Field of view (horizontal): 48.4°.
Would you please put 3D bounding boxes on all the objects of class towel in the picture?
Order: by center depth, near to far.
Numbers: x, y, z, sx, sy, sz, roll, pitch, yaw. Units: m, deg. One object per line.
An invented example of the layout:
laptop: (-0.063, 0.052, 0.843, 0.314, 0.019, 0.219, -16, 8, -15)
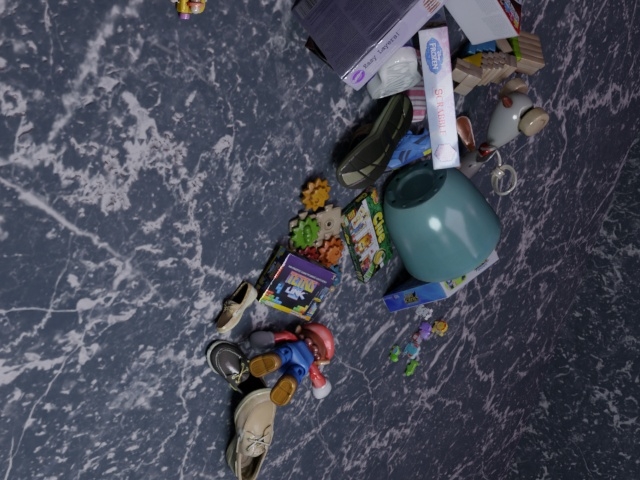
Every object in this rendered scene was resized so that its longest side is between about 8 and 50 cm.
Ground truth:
towel: (0.239, -0.401, 1.850, 0.144, 0.029, 0.197, -14, 120, -43)

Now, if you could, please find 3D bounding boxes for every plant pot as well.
plant pot: (0.305, -0.073, 1.916, 0.293, 0.293, 0.235, -50, 128, -17)

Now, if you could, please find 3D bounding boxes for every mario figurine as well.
mario figurine: (-0.075, 0.316, 1.784, 0.320, 0.170, 0.198, -19, 107, -68)

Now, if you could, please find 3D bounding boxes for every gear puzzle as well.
gear puzzle: (0.000, 0.000, 1.775, 0.175, 0.044, 0.339, -18, 124, -33)

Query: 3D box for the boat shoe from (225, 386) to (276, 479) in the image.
boat shoe: (-0.164, 0.493, 1.780, 0.109, 0.098, 0.302, -1, 127, -29)

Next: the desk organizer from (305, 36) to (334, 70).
desk organizer: (0.027, -0.421, 1.587, 0.130, 0.047, 0.050, 25, 93, -51)

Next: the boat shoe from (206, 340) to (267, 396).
boat shoe: (-0.196, 0.318, 1.729, 0.081, 0.068, 0.228, -50, 139, -15)

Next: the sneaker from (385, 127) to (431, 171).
sneaker: (0.215, -0.239, 1.897, 0.209, 0.069, 0.082, -28, 97, -25)

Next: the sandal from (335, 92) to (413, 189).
sandal: (0.129, -0.244, 1.772, 0.303, 0.086, 0.120, -54, 139, -24)

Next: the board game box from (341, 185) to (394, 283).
board game box: (0.128, -0.012, 1.942, 0.136, 0.030, 0.260, -45, 138, -25)

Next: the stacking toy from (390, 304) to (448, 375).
stacking toy: (0.323, 0.330, 2.331, 0.221, 0.052, 0.167, -56, 140, -9)

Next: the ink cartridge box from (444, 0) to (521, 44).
ink cartridge box: (0.374, -0.673, 1.699, 0.309, 0.130, 0.272, 28, 64, -53)

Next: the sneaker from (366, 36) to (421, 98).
sneaker: (0.140, -0.473, 1.625, 0.323, 0.130, 0.237, 33, 40, -86)

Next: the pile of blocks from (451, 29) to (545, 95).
pile of blocks: (0.473, -0.505, 2.016, 0.362, 0.149, 0.112, -19, 167, -31)

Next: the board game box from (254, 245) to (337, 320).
board game box: (-0.061, 0.107, 1.736, 0.170, 0.048, 0.141, 25, 102, -39)

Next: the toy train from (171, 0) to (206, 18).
toy train: (-0.225, -0.470, 1.278, 0.166, 0.046, 0.125, -40, 136, -26)

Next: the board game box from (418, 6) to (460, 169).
board game box: (0.277, -0.377, 1.682, 0.319, 0.065, 0.318, -78, 159, -60)

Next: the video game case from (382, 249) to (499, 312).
video game case: (0.348, 0.110, 2.087, 0.244, 0.269, 0.061, -30, 93, -34)

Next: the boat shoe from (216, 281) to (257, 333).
boat shoe: (-0.202, 0.153, 1.651, 0.135, 0.050, 0.045, -55, 138, -26)

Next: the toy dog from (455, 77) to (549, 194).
toy dog: (0.487, -0.306, 2.021, 0.160, 0.220, 0.334, 6, 114, -46)

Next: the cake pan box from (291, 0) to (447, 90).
cake pan box: (0.087, -0.464, 1.410, 0.267, 0.246, 0.070, -44, 144, 17)
